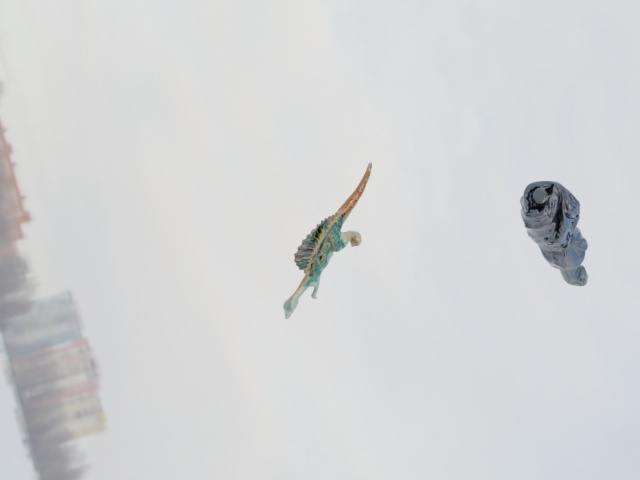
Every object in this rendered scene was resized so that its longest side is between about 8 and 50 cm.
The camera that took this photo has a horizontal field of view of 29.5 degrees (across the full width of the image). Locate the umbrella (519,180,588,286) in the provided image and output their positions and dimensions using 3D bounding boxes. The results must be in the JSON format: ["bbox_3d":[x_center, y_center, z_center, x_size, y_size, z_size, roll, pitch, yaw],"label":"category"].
[{"bbox_3d":[0.292,0.005,1.486,0.071,0.071,0.248,65,4,32],"label":"umbrella"}]

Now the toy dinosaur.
[{"bbox_3d":[0.003,0.001,1.402,0.044,0.106,0.187,38,-58,21],"label":"toy dinosaur"}]
